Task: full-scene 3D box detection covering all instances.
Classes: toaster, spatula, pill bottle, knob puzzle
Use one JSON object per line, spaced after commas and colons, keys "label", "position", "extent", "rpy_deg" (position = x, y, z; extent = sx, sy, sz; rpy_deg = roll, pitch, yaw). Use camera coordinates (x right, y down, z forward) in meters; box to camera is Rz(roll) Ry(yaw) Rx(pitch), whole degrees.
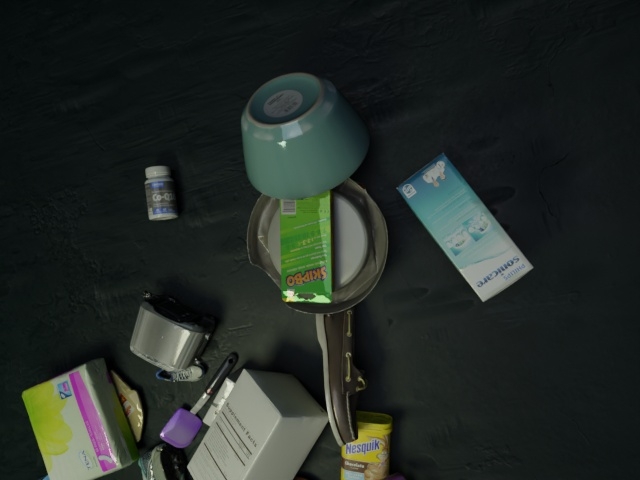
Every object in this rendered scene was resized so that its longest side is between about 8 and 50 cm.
{"label": "toaster", "position": [-0.399, 0.242, 1.321], "extent": [0.227, 0.129, 0.146], "rpy_deg": [23, 97, 11]}
{"label": "spatula", "position": [-0.312, 0.424, 1.344], "extent": [0.084, 0.030, 0.296], "rpy_deg": [36, 95, -8]}
{"label": "pill bottle", "position": [-0.428, -0.126, 1.352], "extent": [0.078, 0.078, 0.137], "rpy_deg": [-8, 89, 13]}
{"label": "knob puzzle", "position": [-0.566, 0.486, 1.409], "extent": [0.213, 0.030, 0.213], "rpy_deg": [0, 89, 13]}

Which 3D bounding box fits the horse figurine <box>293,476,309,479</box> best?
{"label": "horse figurine", "position": [-0.034, 0.713, 1.264], "extent": [0.175, 0.066, 0.263], "rpy_deg": [-9, 83, 3]}

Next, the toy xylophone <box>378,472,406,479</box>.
{"label": "toy xylophone", "position": [0.129, 0.706, 1.151], "extent": [0.081, 0.236, 0.322], "rpy_deg": [19, 97, 48]}

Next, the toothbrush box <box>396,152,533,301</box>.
{"label": "toothbrush box", "position": [0.311, -0.029, 1.110], "extent": [0.126, 0.216, 0.295], "rpy_deg": [-38, 83, 11]}

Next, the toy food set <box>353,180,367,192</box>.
{"label": "toy food set", "position": [0.076, -0.109, 1.264], "extent": [0.083, 0.020, 0.083], "rpy_deg": [12, 93, 13]}

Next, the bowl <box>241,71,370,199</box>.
{"label": "bowl", "position": [-0.054, -0.262, 1.147], "extent": [0.312, 0.163, 0.311], "rpy_deg": [-9, 52, 12]}

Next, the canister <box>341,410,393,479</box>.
{"label": "canister", "position": [0.111, 0.515, 1.231], "extent": [0.126, 0.073, 0.169], "rpy_deg": [2, 92, 13]}

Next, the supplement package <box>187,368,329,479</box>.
{"label": "supplement package", "position": [-0.149, 0.483, 1.210], "extent": [0.175, 0.178, 0.292], "rpy_deg": [37, 99, 43]}

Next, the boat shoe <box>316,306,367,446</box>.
{"label": "boat shoe", "position": [0.058, 0.312, 1.197], "extent": [0.097, 0.116, 0.324], "rpy_deg": [-11, 68, 7]}

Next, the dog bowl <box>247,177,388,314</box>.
{"label": "dog bowl", "position": [0.000, 0.000, 1.228], "extent": [0.349, 0.102, 0.348], "rpy_deg": [1, 95, 17]}

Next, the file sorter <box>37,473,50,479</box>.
{"label": "file sorter", "position": [-0.753, 0.750, 1.415], "extent": [0.118, 0.104, 0.170], "rpy_deg": [-43, 81, 9]}

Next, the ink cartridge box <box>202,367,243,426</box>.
{"label": "ink cartridge box", "position": [-0.232, 0.408, 1.296], "extent": [0.056, 0.099, 0.135], "rpy_deg": [30, 98, 10]}

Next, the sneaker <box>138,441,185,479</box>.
{"label": "sneaker", "position": [-0.408, 0.689, 1.348], "extent": [0.122, 0.110, 0.282], "rpy_deg": [-22, 78, 24]}

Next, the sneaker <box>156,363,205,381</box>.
{"label": "sneaker", "position": [-0.377, 0.359, 1.351], "extent": [0.135, 0.058, 0.052], "rpy_deg": [-6, 89, 12]}

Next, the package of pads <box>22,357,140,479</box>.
{"label": "package of pads", "position": [-0.653, 0.499, 1.362], "extent": [0.229, 0.101, 0.296], "rpy_deg": [-24, 84, 12]}

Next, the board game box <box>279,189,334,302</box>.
{"label": "board game box", "position": [-0.031, 0.014, 1.168], "extent": [0.124, 0.039, 0.259], "rpy_deg": [0, 91, 17]}
